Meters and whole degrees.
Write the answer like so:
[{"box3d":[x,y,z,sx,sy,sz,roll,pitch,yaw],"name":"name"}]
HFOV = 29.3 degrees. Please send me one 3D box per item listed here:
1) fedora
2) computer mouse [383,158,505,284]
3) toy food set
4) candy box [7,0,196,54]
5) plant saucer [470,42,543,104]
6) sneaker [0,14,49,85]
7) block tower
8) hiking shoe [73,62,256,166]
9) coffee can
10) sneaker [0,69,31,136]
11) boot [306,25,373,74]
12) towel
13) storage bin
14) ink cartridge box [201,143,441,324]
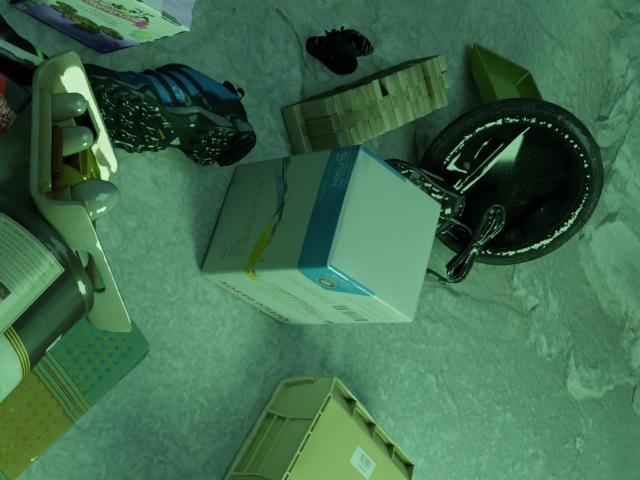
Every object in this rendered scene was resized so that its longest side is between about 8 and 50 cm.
[{"box3d":[0.339,-0.122,2.205,0.152,0.334,0.334,-70,140,-65],"name":"fedora"},{"box3d":[0.177,-0.034,2.150,0.262,0.060,0.184,23,108,-15],"name":"computer mouse"},{"box3d":[-0.284,-0.065,1.534,0.306,0.092,0.220,-102,179,-46],"name":"toy food set"},{"box3d":[-0.286,-0.323,1.612,0.165,0.196,0.070,25,70,-41],"name":"candy box"},{"box3d":[0.363,-0.268,2.337,0.188,0.045,0.188,16,47,-43],"name":"plant saucer"},{"box3d":[-0.424,-0.277,1.549,0.234,0.084,0.097,27,67,-42],"name":"sneaker"},{"box3d":[0.088,-0.229,2.062,0.335,0.097,0.091,-27,106,-42],"name":"block tower"},{"box3d":[-0.236,-0.197,1.745,0.304,0.113,0.132,17,45,-38],"name":"hiking shoe"},{"box3d":[-0.423,0.104,1.395,0.275,0.201,0.201,-50,121,-32],"name":"coffee can"},{"box3d":[-0.479,-0.186,1.443,0.145,0.090,0.270,-53,135,-1],"name":"sneaker"},{"box3d":[0.046,-0.312,2.019,0.121,0.099,0.045,24,72,-42],"name":"boot"},{"box3d":[-0.410,0.156,1.572,0.370,0.040,0.271,-46,118,-35],"name":"towel"},{"box3d":[-0.001,0.386,1.913,0.262,0.123,0.260,50,55,-30],"name":"storage bin"},{"box3d":[0.000,0.000,1.831,0.198,0.270,0.197,34,63,-39],"name":"ink cartridge box"}]
